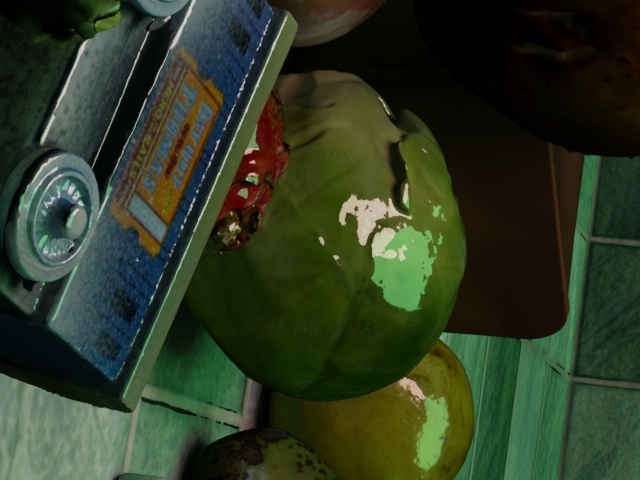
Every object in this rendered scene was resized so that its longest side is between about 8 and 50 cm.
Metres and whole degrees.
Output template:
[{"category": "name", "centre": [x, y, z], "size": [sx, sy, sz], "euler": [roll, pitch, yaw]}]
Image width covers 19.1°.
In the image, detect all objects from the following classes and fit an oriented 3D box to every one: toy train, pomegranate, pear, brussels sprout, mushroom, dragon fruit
[{"category": "toy train", "centre": [-0.127, -0.063, 1.064], "size": [0.300, 0.131, 0.202], "euler": [-67, 151, -18]}, {"category": "pomegranate", "centre": [-0.059, 0.222, 1.529], "size": [0.125, 0.163, 0.138], "euler": [-2, 81, -35]}, {"category": "pear", "centre": [0.043, 0.155, 1.698], "size": [0.200, 0.200, 0.200], "euler": [6, 90, -73]}, {"category": "brussels sprout", "centre": [0.000, 0.000, 1.444], "size": [0.244, 0.244, 0.244], "euler": [6, 90, -73]}, {"category": "mushroom", "centre": [0.216, -0.235, 1.457], "size": [0.356, 0.334, 0.331], "euler": [-92, -163, -58]}, {"category": "dragon fruit", "centre": [-0.078, -0.116, 1.297], "size": [0.125, 0.125, 0.246], "euler": [-8, 103, -60]}]

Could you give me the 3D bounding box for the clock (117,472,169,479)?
[{"category": "clock", "centre": [-0.132, 0.242, 1.384], "size": [0.101, 0.041, 0.135], "euler": [63, 37, -62]}]

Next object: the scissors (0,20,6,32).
[{"category": "scissors", "centre": [-0.161, -0.203, 1.156], "size": [0.180, 0.032, 0.393], "euler": [-30, 125, -69]}]

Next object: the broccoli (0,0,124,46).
[{"category": "broccoli", "centre": [-0.111, -0.231, 0.880], "size": [0.348, 0.280, 0.293], "euler": [-1, 96, -73]}]

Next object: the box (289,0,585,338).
[{"category": "box", "centre": [0.119, -0.103, 1.764], "size": [0.339, 0.239, 0.229], "euler": [75, 25, -50]}]

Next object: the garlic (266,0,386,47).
[{"category": "garlic", "centre": [-0.017, -0.255, 1.416], "size": [0.160, 0.191, 0.214], "euler": [114, -17, -53]}]
